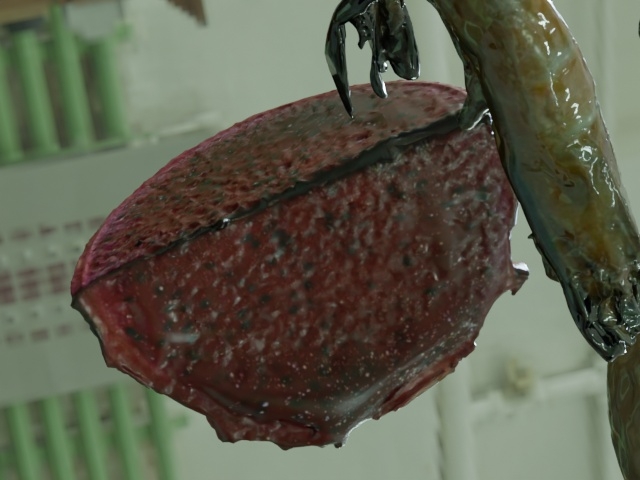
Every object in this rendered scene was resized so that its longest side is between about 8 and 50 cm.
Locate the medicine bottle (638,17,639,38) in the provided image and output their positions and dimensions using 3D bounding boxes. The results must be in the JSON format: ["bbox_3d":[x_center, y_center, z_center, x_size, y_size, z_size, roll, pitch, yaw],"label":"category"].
[{"bbox_3d":[0.180,-0.153,0.378,0.241,0.241,0.302,-167,-105,-79],"label":"medicine bottle"}]

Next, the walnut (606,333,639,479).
[{"bbox_3d":[0.286,0.128,1.507,0.238,0.141,0.204,-85,152,-81],"label":"walnut"}]

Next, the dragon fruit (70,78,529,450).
[{"bbox_3d":[0.000,0.000,1.115,0.163,0.262,0.189,62,6,-53],"label":"dragon fruit"}]

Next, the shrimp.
[{"bbox_3d":[0.067,-0.044,0.811,0.152,0.046,0.219,17,-39,57],"label":"shrimp"}]
